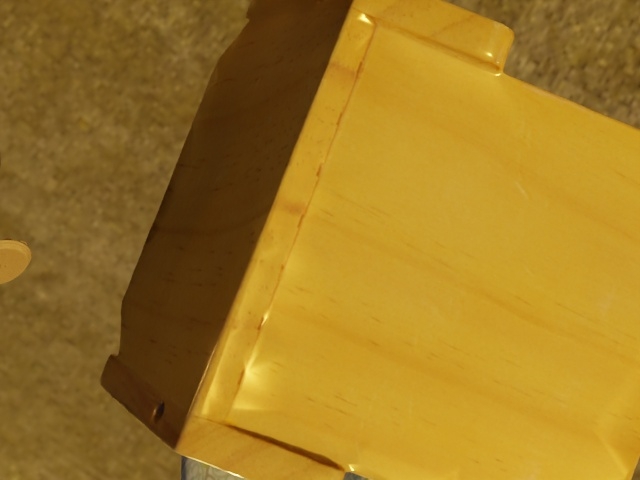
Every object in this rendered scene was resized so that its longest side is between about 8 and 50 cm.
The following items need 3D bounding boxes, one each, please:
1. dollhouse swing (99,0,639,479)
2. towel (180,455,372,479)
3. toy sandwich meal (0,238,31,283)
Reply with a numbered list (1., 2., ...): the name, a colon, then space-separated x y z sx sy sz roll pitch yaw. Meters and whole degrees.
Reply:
1. dollhouse swing: 0.063 0.021 1.069 0.305 0.346 0.315 21 178 -23
2. towel: -0.034 0.217 1.883 0.374 0.320 0.090 1 172 36
3. toy sandwich meal: -0.347 0.019 1.491 0.085 0.086 0.029 91 158 -57
